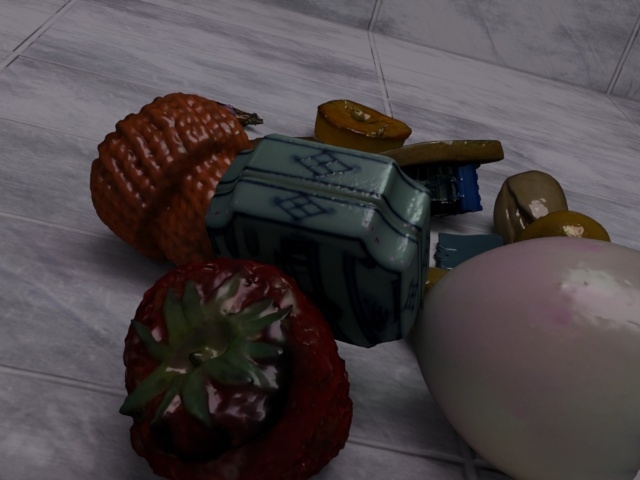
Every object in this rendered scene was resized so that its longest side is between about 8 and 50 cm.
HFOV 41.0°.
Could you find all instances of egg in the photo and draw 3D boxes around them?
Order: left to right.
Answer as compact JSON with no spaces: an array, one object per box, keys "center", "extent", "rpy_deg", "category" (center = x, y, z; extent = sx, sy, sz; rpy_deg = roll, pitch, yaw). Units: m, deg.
[{"center":[0.298,0.150,1.194],"extent":[0.340,0.354,0.354],"rpy_deg":[22,27,14],"category":"egg"}]

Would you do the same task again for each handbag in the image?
[{"center":[0.301,0.053,1.717],"extent":[0.144,0.057,0.221],"rpy_deg":[9,28,1],"category":"handbag"}]

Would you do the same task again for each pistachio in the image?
[{"center":[0.472,-0.061,1.908],"extent":[0.181,0.162,0.293],"rpy_deg":[46,24,-9],"category":"pistachio"}]

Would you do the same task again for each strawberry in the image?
[{"center":[-0.101,0.182,1.050],"extent":[0.292,0.310,0.291],"rpy_deg":[-3,53,4],"category":"strawberry"}]

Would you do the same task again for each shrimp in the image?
[{"center":[-0.230,-0.304,2.104],"extent":[0.184,0.043,0.091],"rpy_deg":[9,35,-1],"category":"shrimp"}]

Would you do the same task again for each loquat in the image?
[{"center":[0.468,0.046,1.654],"extent":[0.208,0.208,0.208],"rpy_deg":[13,27,-7],"category":"loquat"}]

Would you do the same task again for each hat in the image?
[{"center":[-0.187,-0.042,1.369],"extent":[0.285,0.285,0.400],"rpy_deg":[-7,40,-39],"category":"hat"}]

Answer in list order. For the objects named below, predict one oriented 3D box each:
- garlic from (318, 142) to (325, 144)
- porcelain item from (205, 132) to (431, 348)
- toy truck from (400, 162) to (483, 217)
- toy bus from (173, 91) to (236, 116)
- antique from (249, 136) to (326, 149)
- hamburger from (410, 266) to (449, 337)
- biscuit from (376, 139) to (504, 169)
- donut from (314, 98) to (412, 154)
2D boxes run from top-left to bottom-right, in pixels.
[{"center":[-0.027,-0.086,1.649],"extent":[0.203,0.184,0.281],"rpy_deg":[44,34,15],"category":"garlic"},{"center":[0.003,0.011,1.152],"extent":[0.286,0.281,0.157],"rpy_deg":[14,56,14],"category":"porcelain item"},{"center":[0.244,-0.104,1.893],"extent":[0.208,0.113,0.126],"rpy_deg":[-5,-4,-13],"category":"toy truck"},{"center":[-0.261,-0.269,1.866],"extent":[0.112,0.090,0.274],"rpy_deg":[6,10,-17],"category":"toy bus"},{"center":[-0.117,-0.169,1.854],"extent":[0.310,0.087,0.093],"rpy_deg":[-6,33,-37],"category":"antique"},{"center":[0.231,0.131,1.451],"extent":[0.189,0.122,0.215],"rpy_deg":[6,24,-34],"category":"hamburger"},{"center":[0.268,-0.190,1.946],"extent":[0.287,0.057,0.344],"rpy_deg":[-8,-3,27],"category":"biscuit"},{"center":[0.104,-0.281,2.160],"extent":[0.254,0.118,0.253],"rpy_deg":[11,29,-6],"category":"donut"}]
